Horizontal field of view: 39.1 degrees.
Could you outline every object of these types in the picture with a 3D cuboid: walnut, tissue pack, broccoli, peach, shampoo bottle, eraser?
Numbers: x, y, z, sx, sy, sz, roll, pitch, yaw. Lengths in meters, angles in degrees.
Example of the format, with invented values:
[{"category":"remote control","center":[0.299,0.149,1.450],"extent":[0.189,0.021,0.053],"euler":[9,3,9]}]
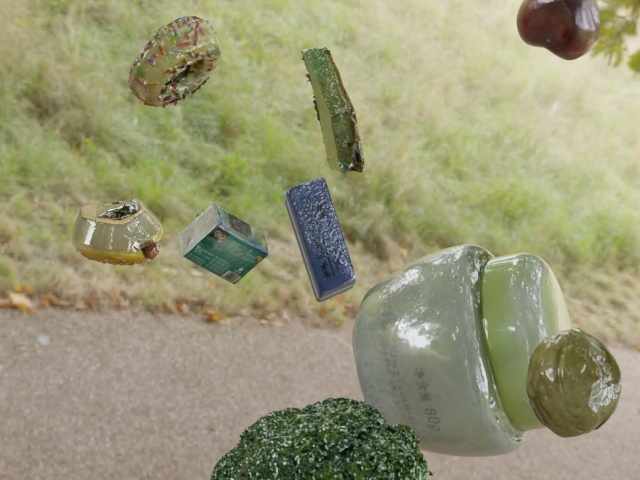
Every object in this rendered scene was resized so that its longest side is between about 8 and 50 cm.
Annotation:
[{"category":"walnut","center":[0.210,0.118,0.746],"extent":[0.092,0.092,0.092],"euler":[9,20,-3]},{"category":"tissue pack","center":[-0.150,-0.002,1.377],"extent":[0.111,0.085,0.079],"euler":[32,28,-40]},{"category":"broccoli","center":[-0.004,0.283,0.894],"extent":[0.269,0.242,0.261],"euler":[-36,24,-25]},{"category":"peach","center":[0.426,-0.401,1.612],"extent":[0.152,0.152,0.152],"euler":[9,20,-3]},{"category":"shampoo bottle","center":[0.218,0.171,1.386],"extent":[0.317,0.323,0.322],"euler":[-15,12,22]},{"category":"eraser","center":[0.000,0.000,1.675],"extent":[0.082,0.225,0.036],"euler":[-20,8,-22]}]

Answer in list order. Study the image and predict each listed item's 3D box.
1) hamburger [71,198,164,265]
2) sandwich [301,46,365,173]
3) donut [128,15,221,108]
[{"category":"hamburger","center":[-0.380,-0.010,1.696],"extent":[0.172,0.116,0.210],"euler":[-7,15,-16]},{"category":"sandwich","center":[0.030,-0.252,1.707],"extent":[0.063,0.245,0.212],"euler":[-16,10,-5]},{"category":"donut","center":[-0.228,-0.280,1.442],"extent":[0.068,0.174,0.174],"euler":[47,29,8]}]
